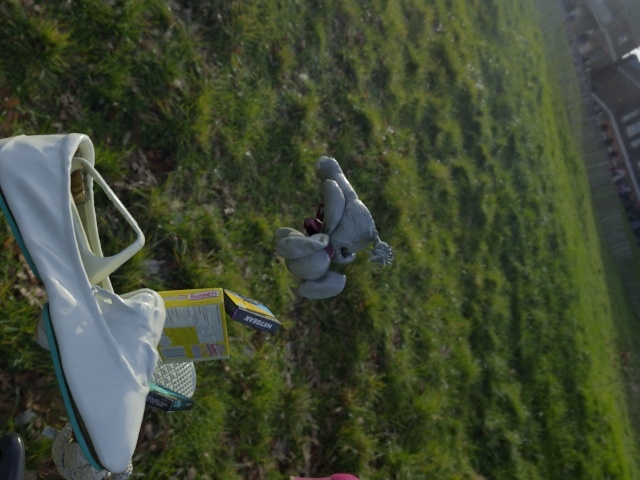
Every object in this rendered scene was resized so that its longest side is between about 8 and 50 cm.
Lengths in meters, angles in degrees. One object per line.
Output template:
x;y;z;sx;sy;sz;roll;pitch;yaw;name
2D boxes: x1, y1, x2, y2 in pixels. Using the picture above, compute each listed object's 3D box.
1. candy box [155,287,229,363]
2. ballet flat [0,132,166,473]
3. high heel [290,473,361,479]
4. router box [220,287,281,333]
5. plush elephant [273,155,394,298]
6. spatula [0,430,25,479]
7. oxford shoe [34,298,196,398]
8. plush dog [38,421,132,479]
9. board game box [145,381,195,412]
-0.189;0.129;0.752;0.206;0.105;0.027;101;-19;-56;candy box
-0.252;0.048;0.585;0.400;0.139;0.139;66;21;10;ballet flat
0.020;0.584;1.093;0.377;0.181;0.127;93;4;-55;high heel
-0.223;0.218;1.609;0.179;0.046;0.133;29;5;-43;router box
0.000;0.000;1.334;0.330;0.255;0.272;54;-17;44;plush elephant
-0.190;0.265;0.295;0.030;0.084;0.296;20;57;-55;spatula
-0.476;0.263;1.243;0.449;0.130;0.169;44;32;-38;oxford shoe
-0.604;0.549;1.333;0.210;0.225;0.262;-23;93;-35;plush dog
-0.348;0.286;1.006;0.126;0.186;0.026;75;35;-73;board game box
